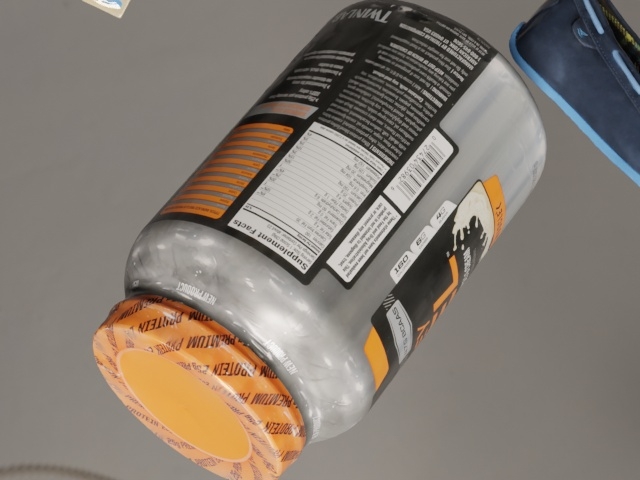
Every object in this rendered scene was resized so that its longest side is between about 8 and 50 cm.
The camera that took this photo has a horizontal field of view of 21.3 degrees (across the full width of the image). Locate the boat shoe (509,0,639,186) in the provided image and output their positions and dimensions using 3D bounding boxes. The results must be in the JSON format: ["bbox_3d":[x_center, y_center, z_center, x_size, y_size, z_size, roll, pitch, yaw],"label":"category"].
[{"bbox_3d":[0.239,-0.085,1.173,0.258,0.109,0.089,45,109,16],"label":"boat shoe"}]

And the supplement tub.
[{"bbox_3d":[0.000,0.000,1.158,0.194,0.193,0.316,23,59,30],"label":"supplement tub"}]

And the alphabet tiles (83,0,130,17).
[{"bbox_3d":[-0.211,-0.326,1.457,0.198,0.237,0.009,25,31,-14],"label":"alphabet tiles"}]
